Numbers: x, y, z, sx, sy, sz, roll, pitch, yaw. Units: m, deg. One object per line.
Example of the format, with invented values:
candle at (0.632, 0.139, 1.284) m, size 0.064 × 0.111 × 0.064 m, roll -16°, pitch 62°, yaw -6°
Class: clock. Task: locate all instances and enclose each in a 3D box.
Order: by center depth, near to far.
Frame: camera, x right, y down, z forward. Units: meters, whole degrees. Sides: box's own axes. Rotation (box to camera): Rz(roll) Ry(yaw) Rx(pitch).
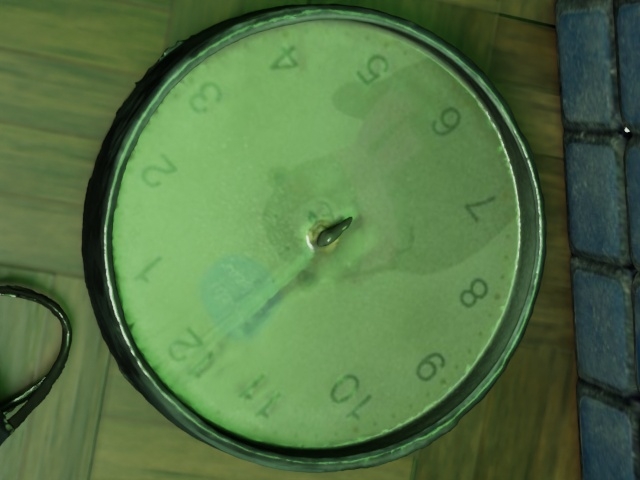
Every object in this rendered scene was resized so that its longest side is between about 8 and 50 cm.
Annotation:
clock at (0.000, 0.000, 0.841) m, size 0.280 × 0.055 × 0.281 m, roll -1°, pitch 95°, yaw -16°

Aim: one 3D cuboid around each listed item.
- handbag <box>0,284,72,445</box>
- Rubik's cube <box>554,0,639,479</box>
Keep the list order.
handbag at (-0.201, 0.074, 0.792) m, size 0.139 × 0.072 × 0.115 m, roll -25°, pitch 99°, yaw -25°
Rubik's cube at (0.355, 0.005, 0.796) m, size 0.343 × 0.337 × 0.345 m, roll -7°, pitch 98°, yaw -15°
